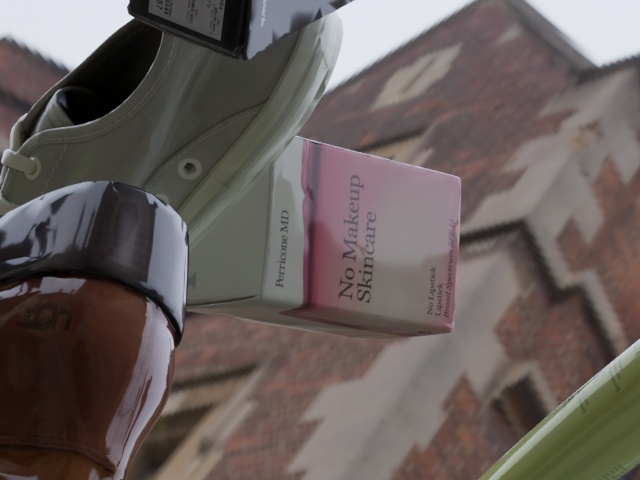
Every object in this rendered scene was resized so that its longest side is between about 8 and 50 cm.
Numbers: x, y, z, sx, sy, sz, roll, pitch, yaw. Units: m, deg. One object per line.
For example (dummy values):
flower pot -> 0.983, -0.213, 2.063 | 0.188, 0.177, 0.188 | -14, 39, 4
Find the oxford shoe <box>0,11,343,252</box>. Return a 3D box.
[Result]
oxford shoe -> -0.164, -0.009, 1.215 | 0.130, 0.169, 0.449 | 31, -66, -22

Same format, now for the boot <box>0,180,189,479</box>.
boot -> -0.160, 0.139, 0.696 | 0.264, 0.280, 0.096 | -20, -47, 30

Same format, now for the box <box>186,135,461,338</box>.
box -> 0.000, 0.000, 1.663 | 0.127, 0.232, 0.148 | -7, -103, 48

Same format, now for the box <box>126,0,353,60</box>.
box -> 0.012, -0.273, 0.962 | 0.076, 0.242, 0.307 | 23, -59, 23

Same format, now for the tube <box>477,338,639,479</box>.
tube -> 0.133, 0.145, 1.144 | 0.240, 0.062, 0.070 | -41, -42, 18
